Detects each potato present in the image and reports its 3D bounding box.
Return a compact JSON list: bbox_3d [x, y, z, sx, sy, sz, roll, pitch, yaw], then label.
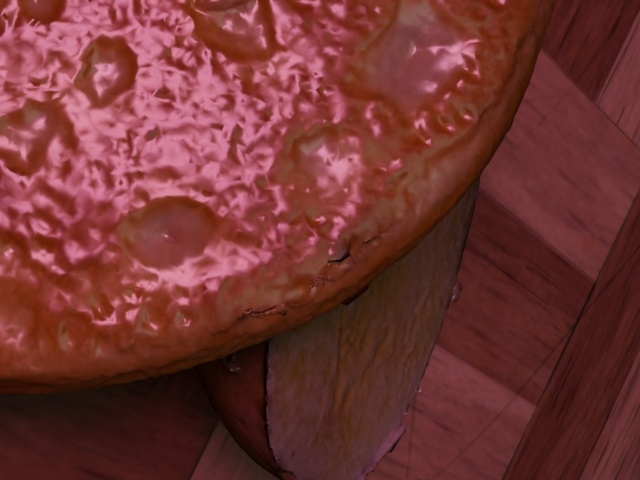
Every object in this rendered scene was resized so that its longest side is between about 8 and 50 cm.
[{"bbox_3d":[0.000,0.000,0.856,0.239,0.116,0.299,47,59,-53],"label":"potato"}]

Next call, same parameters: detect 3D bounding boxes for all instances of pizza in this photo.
[{"bbox_3d":[-0.081,-0.075,0.673,0.409,0.114,0.277,-31,88,-11],"label":"pizza"}]
